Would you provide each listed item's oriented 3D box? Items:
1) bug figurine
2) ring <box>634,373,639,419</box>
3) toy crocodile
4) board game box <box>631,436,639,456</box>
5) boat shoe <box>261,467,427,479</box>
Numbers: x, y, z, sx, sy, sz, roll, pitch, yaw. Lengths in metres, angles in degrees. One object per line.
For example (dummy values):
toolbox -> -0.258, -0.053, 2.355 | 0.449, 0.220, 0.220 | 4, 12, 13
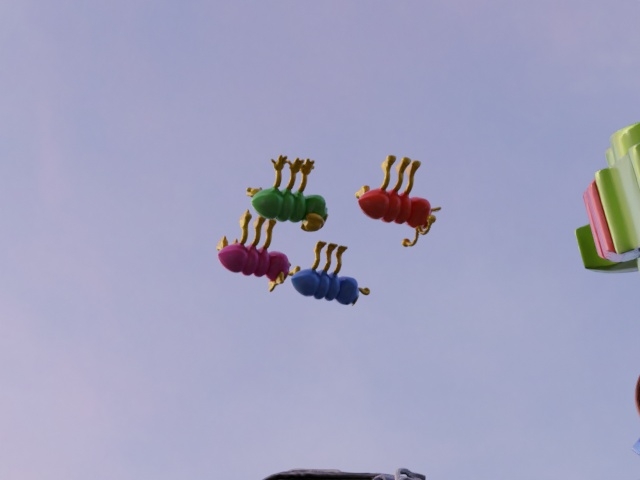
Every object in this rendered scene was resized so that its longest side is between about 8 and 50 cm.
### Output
bug figurine -> 0.000, 0.000, 1.620 | 0.216, 0.072, 0.279 | 10, -33, -21
ring -> 0.383, 0.080, 0.972 | 0.336, 0.336, 0.032 | -9, -73, 16
toy crocodile -> 0.238, -0.022, 1.051 | 0.105, 0.115, 0.340 | -16, -4, 10
board game box -> 0.512, 0.329, 1.805 | 0.160, 0.210, 0.047 | 38, -90, -35
boat shoe -> 0.074, 0.275, 1.400 | 0.306, 0.113, 0.105 | 7, -33, 34
